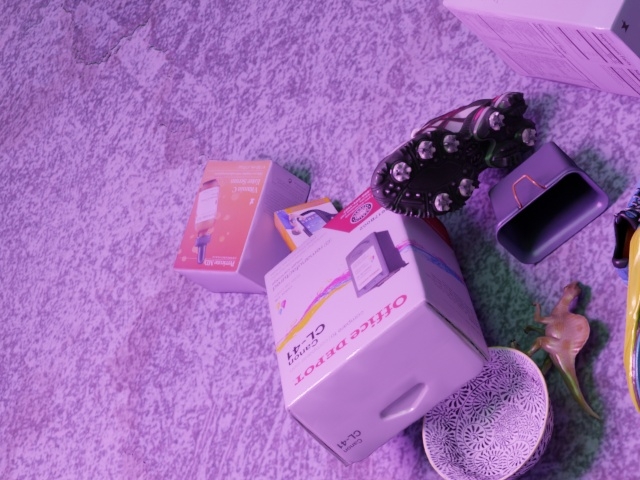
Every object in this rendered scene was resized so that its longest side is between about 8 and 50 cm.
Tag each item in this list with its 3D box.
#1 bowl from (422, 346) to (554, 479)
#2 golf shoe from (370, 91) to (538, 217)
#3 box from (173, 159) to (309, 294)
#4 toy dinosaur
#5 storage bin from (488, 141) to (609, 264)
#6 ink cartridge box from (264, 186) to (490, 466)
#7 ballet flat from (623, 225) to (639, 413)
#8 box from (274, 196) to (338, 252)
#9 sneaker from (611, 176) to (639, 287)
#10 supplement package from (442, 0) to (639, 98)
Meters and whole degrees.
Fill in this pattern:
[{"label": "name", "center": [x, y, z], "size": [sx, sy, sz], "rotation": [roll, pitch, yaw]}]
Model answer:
[{"label": "bowl", "center": [0.210, 0.216, 1.937], "size": [0.170, 0.080, 0.170], "rotation": [-20, 54, 31]}, {"label": "golf shoe", "center": [0.150, -0.101, 2.087], "size": [0.273, 0.105, 0.120], "rotation": [-27, 18, -36]}, {"label": "box", "center": [-0.110, -0.018, 2.331], "size": [0.130, 0.091, 0.170], "rotation": [1, 67, 40]}, {"label": "toy dinosaur", "center": [0.275, 0.126, 1.952], "size": [0.092, 0.053, 0.183], "rotation": [-19, 55, 30]}, {"label": "storage bin", "center": [0.266, -0.056, 2.040], "size": [0.135, 0.098, 0.091], "rotation": [-40, 37, 16]}, {"label": "ink cartridge box", "center": [0.061, 0.091, 2.039], "size": [0.226, 0.131, 0.306], "rotation": [-39, 26, 15]}, {"label": "ballet flat", "center": [0.374, 0.086, 1.871], "size": [0.077, 0.077, 0.231], "rotation": [175, 98, -75]}, {"label": "box", "center": [0.000, 0.000, 2.243], "size": [0.081, 0.028, 0.136], "rotation": [-17, 43, -17]}, {"label": "sneaker", "center": [0.378, -0.026, 1.935], "size": [0.063, 0.073, 0.162], "rotation": [0, 67, 41]}, {"label": "supplement package", "center": [0.335, -0.310, 2.041], "size": [0.262, 0.198, 0.199], "rotation": [18, 78, 45]}]
